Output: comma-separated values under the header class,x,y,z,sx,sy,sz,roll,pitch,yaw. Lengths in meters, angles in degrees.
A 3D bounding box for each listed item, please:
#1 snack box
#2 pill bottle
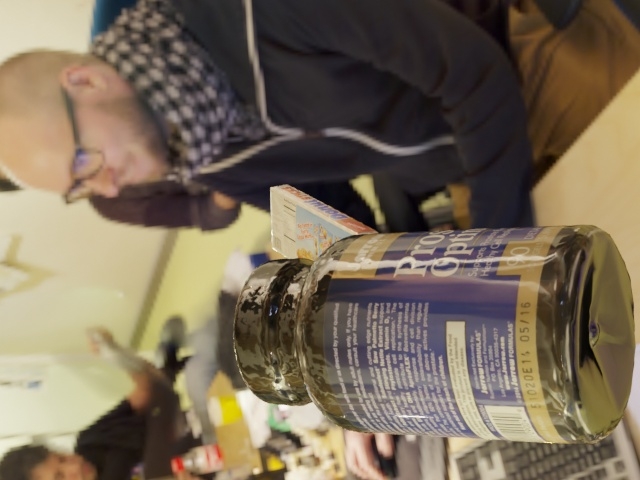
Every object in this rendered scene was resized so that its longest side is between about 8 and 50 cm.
class,x,y,z,sx,sy,sz,roll,pitch,yaw
snack box,0.000,0.000,1.093,0.178,0.022,0.064,30,124,58
pill bottle,0.063,0.055,0.705,0.219,0.123,0.122,-2,96,31
